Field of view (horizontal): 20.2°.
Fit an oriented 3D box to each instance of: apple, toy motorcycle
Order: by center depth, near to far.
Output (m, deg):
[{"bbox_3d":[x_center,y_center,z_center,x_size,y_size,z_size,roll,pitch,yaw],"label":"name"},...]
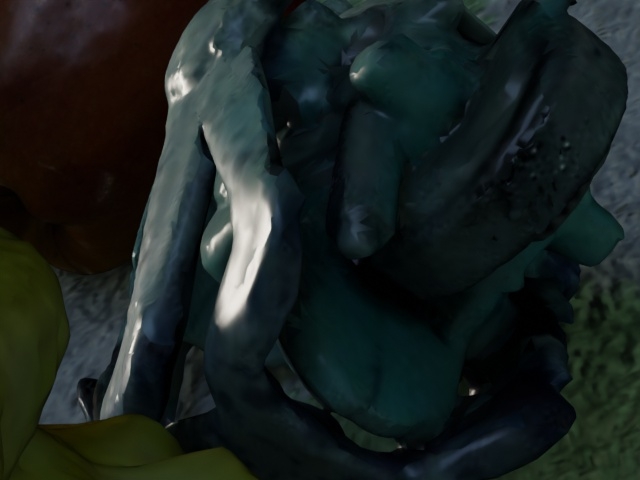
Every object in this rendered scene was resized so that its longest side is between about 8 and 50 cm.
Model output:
[{"bbox_3d":[0.000,0.000,0.584,0.206,0.154,0.260,-53,16,2],"label":"toy motorcycle"},{"bbox_3d":[-0.089,-0.071,0.745,0.156,0.147,0.158,17,54,23],"label":"apple"}]

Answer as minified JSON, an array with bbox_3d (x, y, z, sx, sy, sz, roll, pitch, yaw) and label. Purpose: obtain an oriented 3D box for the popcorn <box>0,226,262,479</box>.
[{"bbox_3d":[-0.103,0.116,0.402,0.276,0.276,0.225,-9,44,31],"label":"popcorn"}]
